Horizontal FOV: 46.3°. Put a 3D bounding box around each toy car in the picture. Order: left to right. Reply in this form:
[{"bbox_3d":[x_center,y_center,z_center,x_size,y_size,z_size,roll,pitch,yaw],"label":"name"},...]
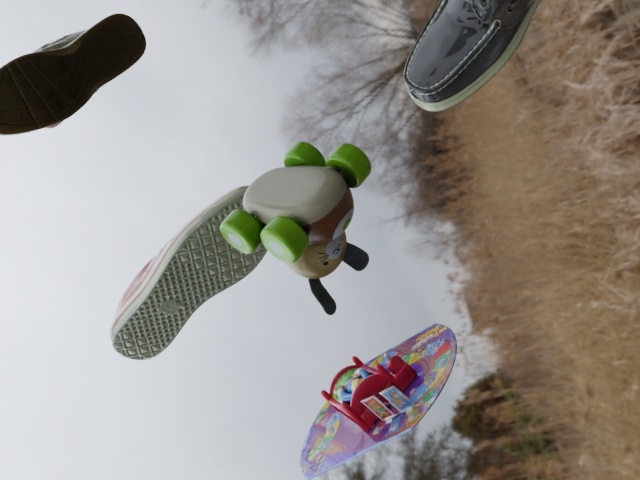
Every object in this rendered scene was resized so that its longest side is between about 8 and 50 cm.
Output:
[{"bbox_3d":[0.000,0.000,0.915,0.155,0.149,0.188,-50,-52,-26],"label":"toy car"}]

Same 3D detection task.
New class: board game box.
[{"bbox_3d":[0.035,0.118,0.611,0.033,0.168,0.133,47,-147,-12],"label":"board game box"}]

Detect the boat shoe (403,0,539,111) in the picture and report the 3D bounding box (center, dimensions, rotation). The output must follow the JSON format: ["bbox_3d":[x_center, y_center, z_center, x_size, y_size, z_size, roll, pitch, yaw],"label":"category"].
[{"bbox_3d":[0.131,-0.202,0.559,0.073,0.223,0.080,26,-162,-51],"label":"boat shoe"}]

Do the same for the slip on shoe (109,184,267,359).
[{"bbox_3d":[-0.187,0.035,1.071,0.123,0.331,0.101,32,-156,-32],"label":"slip on shoe"}]

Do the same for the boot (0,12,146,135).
[{"bbox_3d":[-0.317,-0.177,0.856,0.213,0.165,0.077,-44,-64,-32],"label":"boot"}]

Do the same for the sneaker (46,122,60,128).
[{"bbox_3d":[-0.390,-0.217,1.157,0.047,0.119,0.057,42,180,-23],"label":"sneaker"}]
